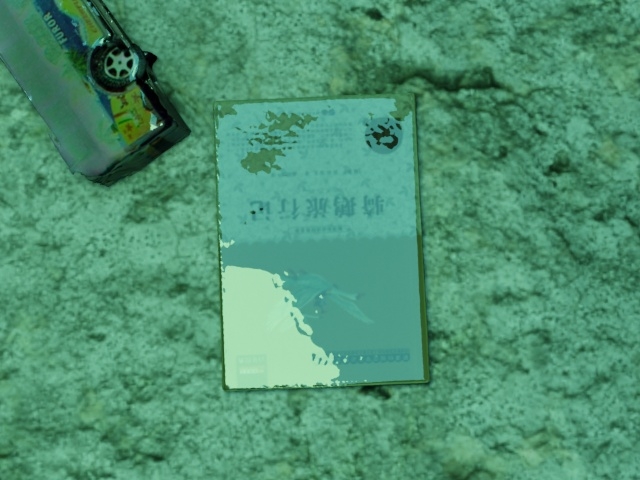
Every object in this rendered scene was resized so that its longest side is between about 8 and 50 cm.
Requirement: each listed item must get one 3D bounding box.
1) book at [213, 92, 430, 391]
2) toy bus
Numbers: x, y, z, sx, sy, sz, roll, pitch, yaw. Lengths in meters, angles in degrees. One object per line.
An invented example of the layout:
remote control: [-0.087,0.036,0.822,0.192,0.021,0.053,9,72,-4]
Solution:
book: [0.000,0.000,2.003,0.217,0.021,0.310,-2,80,-2]
toy bus: [-0.271,-0.211,1.997,0.138,0.112,0.317,-37,81,4]
